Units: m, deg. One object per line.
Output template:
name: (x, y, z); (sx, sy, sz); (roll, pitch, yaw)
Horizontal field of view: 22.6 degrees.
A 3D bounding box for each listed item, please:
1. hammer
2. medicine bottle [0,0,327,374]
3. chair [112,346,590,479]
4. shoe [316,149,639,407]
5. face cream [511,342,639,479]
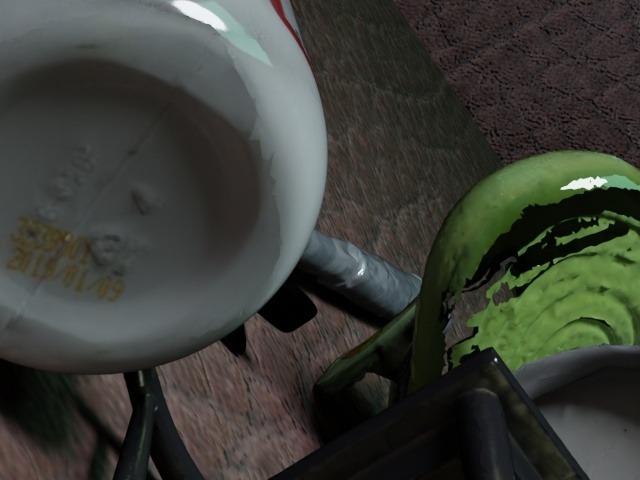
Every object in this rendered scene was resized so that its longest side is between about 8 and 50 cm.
hammer: (-0.001, 0.001, 0.849); (0.152, 0.044, 0.427); (61, 12, 17)
medicine bottle: (-0.076, -0.073, 0.521); (0.131, 0.131, 0.250); (50, 13, -30)
chair: (0.024, 0.119, 0.402); (0.154, 0.141, 0.260); (52, 15, -21)
shoe: (0.085, 0.065, 0.752); (0.128, 0.140, 0.262); (36, -30, 40)
face cream: (0.143, 0.159, 0.667); (0.195, 0.175, 0.175); (45, 16, -45)
